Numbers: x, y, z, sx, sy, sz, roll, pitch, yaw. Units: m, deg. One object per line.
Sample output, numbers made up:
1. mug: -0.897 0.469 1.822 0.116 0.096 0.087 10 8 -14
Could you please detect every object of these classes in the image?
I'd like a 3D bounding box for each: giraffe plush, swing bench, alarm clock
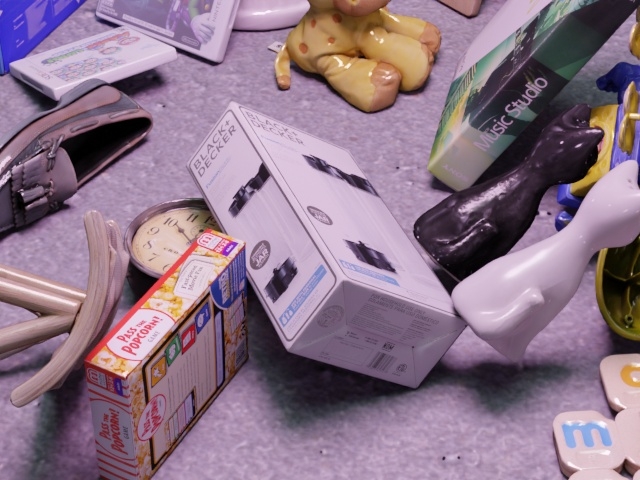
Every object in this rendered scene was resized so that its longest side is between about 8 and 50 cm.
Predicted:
1. giraffe plush: 0.034 -0.276 1.763 0.210 0.171 0.181 11 42 12
2. swing bench: -0.293 0.060 1.283 0.254 0.165 0.253 -1 -1 -4
3. alarm clock: -0.120 0.006 1.511 0.129 0.064 0.192 19 46 21

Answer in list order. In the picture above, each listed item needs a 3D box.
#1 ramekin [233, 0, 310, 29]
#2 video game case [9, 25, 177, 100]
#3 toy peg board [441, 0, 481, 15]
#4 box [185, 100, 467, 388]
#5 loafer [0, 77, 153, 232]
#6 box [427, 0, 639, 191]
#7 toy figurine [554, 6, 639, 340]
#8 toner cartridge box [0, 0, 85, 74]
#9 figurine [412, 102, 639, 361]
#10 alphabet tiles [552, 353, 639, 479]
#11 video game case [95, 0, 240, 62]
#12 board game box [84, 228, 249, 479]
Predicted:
1. ramekin: -0.085 -0.394 1.937 0.272 0.127 0.273 0 40 0
2. video game case: -0.268 -0.210 1.772 0.157 0.019 0.143 -23 28 -25
3. toy peg board: 0.180 -0.394 1.929 0.079 0.161 0.160 -13 38 -42
4. box: 0.000 0.000 1.441 0.169 0.087 0.290 20 25 -37
5. loafer: -0.276 -0.088 1.604 0.084 0.096 0.267 23 43 16
6. box: 0.238 -0.225 1.605 0.058 0.322 0.232 31 40 -10
7. toy figurine: 0.329 -0.059 1.550 0.191 0.217 0.363 13 77 -20
8. toner cartridge box: -0.339 -0.368 1.876 0.075 0.165 0.348 15 42 19
9. figurine: 0.206 -0.017 1.407 0.209 0.092 0.215 -44 29 12
10. alphabet tiles: 0.352 0.200 1.317 0.284 0.021 0.278 -3 41 -4
11. video game case: -0.176 -0.328 1.835 0.190 0.173 0.022 23 13 25
12. board game box: -0.130 0.104 1.331 0.045 0.147 0.193 19 43 21
